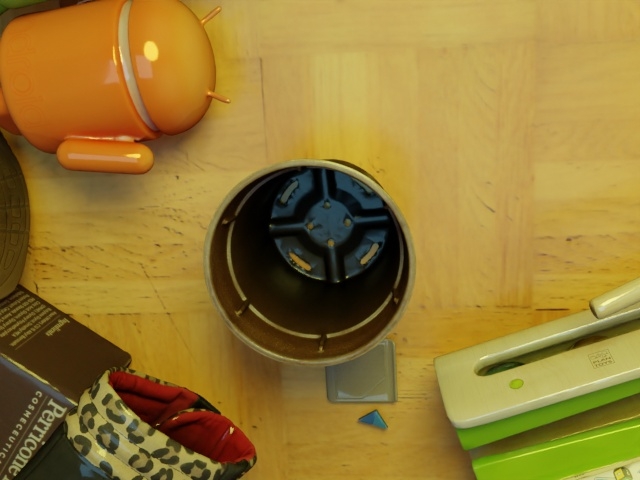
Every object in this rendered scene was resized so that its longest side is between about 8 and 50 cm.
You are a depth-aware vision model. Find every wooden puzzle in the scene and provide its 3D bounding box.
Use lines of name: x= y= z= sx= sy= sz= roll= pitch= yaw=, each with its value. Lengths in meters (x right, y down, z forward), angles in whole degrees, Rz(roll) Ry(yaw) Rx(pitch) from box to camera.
wooden puzzle: x=0.041 y=0.128 z=0.798 sx=0.078 sy=0.014 sz=0.116 roll=6 pitch=104 yaw=10

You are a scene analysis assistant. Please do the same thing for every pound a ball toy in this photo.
pound a ball toy: x=0.258 y=0.085 z=0.688 sx=0.319 sy=0.136 sz=0.208 roll=-20 pitch=116 yaw=9

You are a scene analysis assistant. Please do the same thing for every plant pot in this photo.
plant pot: x=0.000 y=0.000 z=0.693 sx=0.167 sy=0.165 sz=0.167 roll=2 pitch=104 yaw=7

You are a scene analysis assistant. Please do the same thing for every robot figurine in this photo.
robot figurine: x=-0.188 y=-0.144 z=0.701 sx=0.219 sy=0.158 sz=0.128 roll=-8 pitch=129 yaw=8

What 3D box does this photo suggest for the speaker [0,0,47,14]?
speaker: x=-0.180 y=-0.270 z=0.649 sx=0.296 sy=0.131 sz=0.131 roll=-15 pitch=101 yaw=-1

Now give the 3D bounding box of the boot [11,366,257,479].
boot: x=-0.165 y=0.293 z=0.750 sx=0.284 sy=0.138 sz=0.377 roll=-49 pitch=128 yaw=2

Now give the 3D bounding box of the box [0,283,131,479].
box: x=-0.406 y=0.107 z=0.782 sx=0.381 sy=0.143 sz=0.191 roll=32 pitch=104 yaw=-3

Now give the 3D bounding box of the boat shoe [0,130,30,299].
boat shoe: x=-0.354 y=-0.077 z=0.752 sx=0.089 sy=0.104 sz=0.285 roll=-14 pitch=86 yaw=23

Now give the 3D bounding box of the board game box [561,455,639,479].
board game box: x=0.243 y=0.244 z=0.673 sx=0.193 sy=0.305 sz=0.053 roll=-22 pitch=60 yaw=12
